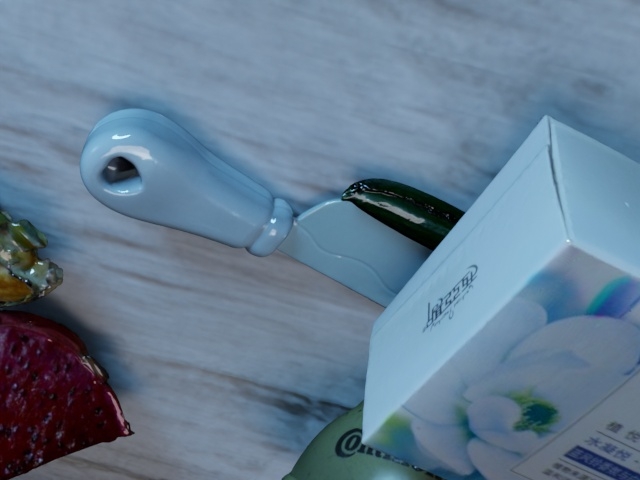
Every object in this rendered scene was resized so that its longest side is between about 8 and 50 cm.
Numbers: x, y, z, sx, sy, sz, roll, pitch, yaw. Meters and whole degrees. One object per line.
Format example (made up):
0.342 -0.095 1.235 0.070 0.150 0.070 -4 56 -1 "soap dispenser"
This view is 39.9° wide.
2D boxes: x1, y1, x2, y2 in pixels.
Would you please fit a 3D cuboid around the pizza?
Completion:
-0.282 -0.026 0.612 0.185 0.052 0.195 -1 135 20 "pizza"

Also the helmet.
0.070 0.177 0.672 0.257 0.137 0.204 16 171 7 "helmet"

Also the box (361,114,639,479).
0.192 0.083 0.533 0.274 0.116 0.203 26 130 -13 "box"

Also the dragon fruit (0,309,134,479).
-0.318 0.131 0.692 0.211 0.262 0.134 -13 91 44 "dragon fruit"

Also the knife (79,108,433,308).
0.001 -0.002 0.597 0.331 0.044 0.080 24 124 -19 "knife"

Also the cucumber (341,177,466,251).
0.099 0.001 0.578 0.184 0.033 0.036 28 151 -14 "cucumber"
